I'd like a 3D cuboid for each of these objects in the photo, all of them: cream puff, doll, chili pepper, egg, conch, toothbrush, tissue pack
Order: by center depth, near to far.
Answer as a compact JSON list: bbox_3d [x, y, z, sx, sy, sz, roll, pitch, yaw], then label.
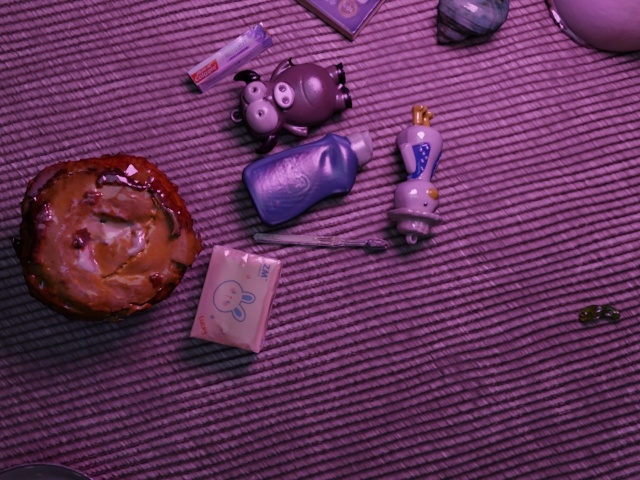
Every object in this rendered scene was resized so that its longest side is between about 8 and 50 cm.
[{"bbox_3d":[-0.415,-0.015,1.250,0.350,0.228,0.350,-4,106,-15],"label":"cream puff"},{"bbox_3d":[-0.169,0.118,1.320,0.148,0.092,0.196,13,83,-2],"label":"tissue pack"},{"bbox_3d":[0.687,-0.605,1.326,0.354,0.340,0.354,0,86,-4],"label":"egg"},{"bbox_3d":[-0.065,-0.291,1.356,0.257,0.117,0.182,-15,91,-7],"label":"doll"},{"bbox_3d":[0.206,-0.136,1.359,0.119,0.138,0.293,1,79,37],"label":"doll"},{"bbox_3d":[0.000,0.001,1.378,0.294,0.028,0.026,3,83,2],"label":"toothbrush"},{"bbox_3d":[0.604,0.158,1.401,0.091,0.034,0.030,-2,118,-5],"label":"chili pepper"},{"bbox_3d":[0.330,-0.518,1.404,0.188,0.122,0.176,-39,67,-8],"label":"conch"}]

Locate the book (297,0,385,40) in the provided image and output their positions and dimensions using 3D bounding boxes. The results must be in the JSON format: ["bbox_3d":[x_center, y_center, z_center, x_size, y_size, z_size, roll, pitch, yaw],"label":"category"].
[{"bbox_3d":[0.082,-0.698,1.445,0.300,0.039,0.428,38,83,1],"label":"book"}]

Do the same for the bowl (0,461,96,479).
[{"bbox_3d":[-0.512,0.574,1.220,0.337,0.157,0.337,0,85,-4],"label":"bowl"}]

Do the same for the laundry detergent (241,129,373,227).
[{"bbox_3d":[-0.015,-0.143,1.355,0.290,0.094,0.143,-26,83,-6],"label":"laundry detergent"}]

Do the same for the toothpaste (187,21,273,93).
[{"bbox_3d":[-0.194,-0.396,1.398,0.196,0.040,0.047,-36,85,-6],"label":"toothpaste"}]
